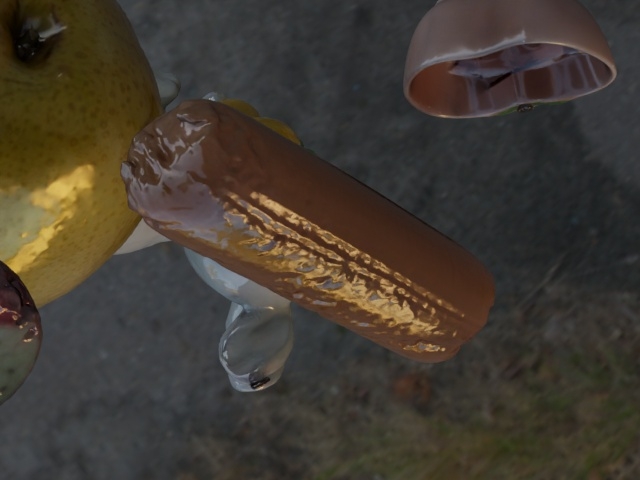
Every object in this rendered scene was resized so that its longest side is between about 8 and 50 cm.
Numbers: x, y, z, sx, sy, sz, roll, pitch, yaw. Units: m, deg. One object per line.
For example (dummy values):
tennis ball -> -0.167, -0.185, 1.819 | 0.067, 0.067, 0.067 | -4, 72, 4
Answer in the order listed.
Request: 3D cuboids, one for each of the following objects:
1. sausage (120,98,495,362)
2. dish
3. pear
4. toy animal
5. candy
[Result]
sausage -> 0.000, -0.001, 1.080 | 0.086, 0.086, 0.289 | -20, 144, 39
dish -> 0.177, -0.194, 1.740 | 0.213, 0.213, 0.090 | -17, 71, 38
pear -> -0.265, -0.083, 1.305 | 0.314, 0.314, 0.314 | 15, 120, 28
toy animal -> -0.109, -0.018, 1.708 | 0.310, 0.247, 0.183 | 33, 175, -22
candy -> -0.178, 0.050, 0.823 | 0.043, 0.103, 0.103 | 57, 135, 30
